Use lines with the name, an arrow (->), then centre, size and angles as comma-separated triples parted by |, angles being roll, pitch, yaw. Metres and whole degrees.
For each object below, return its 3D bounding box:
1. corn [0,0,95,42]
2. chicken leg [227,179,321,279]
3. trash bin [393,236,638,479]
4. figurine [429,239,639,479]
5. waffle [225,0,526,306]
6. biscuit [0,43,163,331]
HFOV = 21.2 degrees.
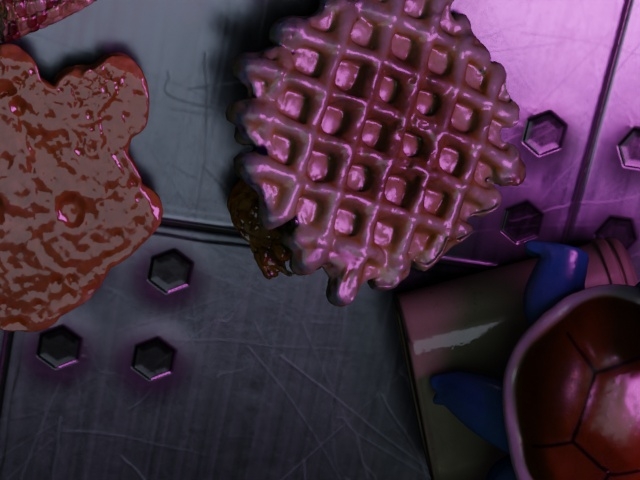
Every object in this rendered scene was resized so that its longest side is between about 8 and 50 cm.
corn -> -0.344, -0.212, 1.594 | 0.290, 0.098, 0.098 | -17, 111, -4
chicken leg -> 0.001, -0.003, 1.736 | 0.207, 0.101, 0.085 | 26, 137, -26
trash bin -> 0.217, 0.136, 1.810 | 0.247, 0.121, 0.243 | -14, 111, -1
figurine -> 0.289, 0.149, 1.667 | 0.298, 0.243, 0.416 | 13, 130, -18
waffle -> 0.056, -0.107, 1.675 | 0.309, 0.056, 0.291 | -33, 105, -20
biscuit -> -0.315, -0.046, 1.681 | 0.376, 0.051, 0.269 | -42, 111, 6
